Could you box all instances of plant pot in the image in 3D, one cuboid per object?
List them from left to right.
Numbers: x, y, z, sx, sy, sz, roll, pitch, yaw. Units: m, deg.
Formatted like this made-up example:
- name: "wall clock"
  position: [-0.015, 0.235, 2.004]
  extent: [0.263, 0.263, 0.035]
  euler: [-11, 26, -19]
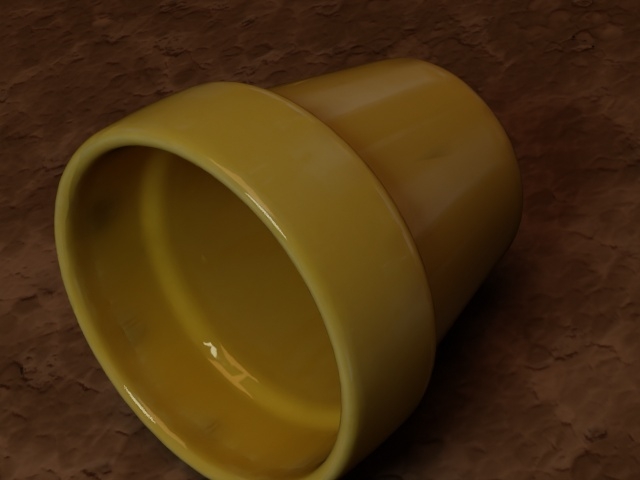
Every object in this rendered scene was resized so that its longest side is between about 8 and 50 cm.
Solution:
- name: "plant pot"
  position: [0.000, 0.000, 0.863]
  extent: [0.254, 0.254, 0.239]
  euler: [25, 41, 34]
